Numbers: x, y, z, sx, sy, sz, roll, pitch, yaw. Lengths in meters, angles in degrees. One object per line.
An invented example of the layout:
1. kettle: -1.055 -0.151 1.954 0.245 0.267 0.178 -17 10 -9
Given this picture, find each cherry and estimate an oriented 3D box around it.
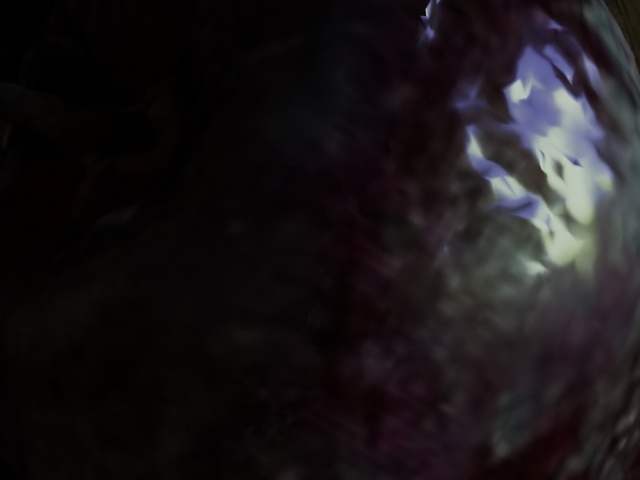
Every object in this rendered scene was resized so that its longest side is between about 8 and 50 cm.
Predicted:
1. cherry: 0.005 0.003 0.404 0.195 0.195 0.195 -22 90 -81

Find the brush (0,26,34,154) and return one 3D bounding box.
1. brush: -0.093 -0.051 0.515 0.314 0.017 0.090 4 67 -81

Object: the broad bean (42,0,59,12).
1. broad bean: -0.029 -0.081 0.554 0.122 0.156 0.228 28 -4 25
